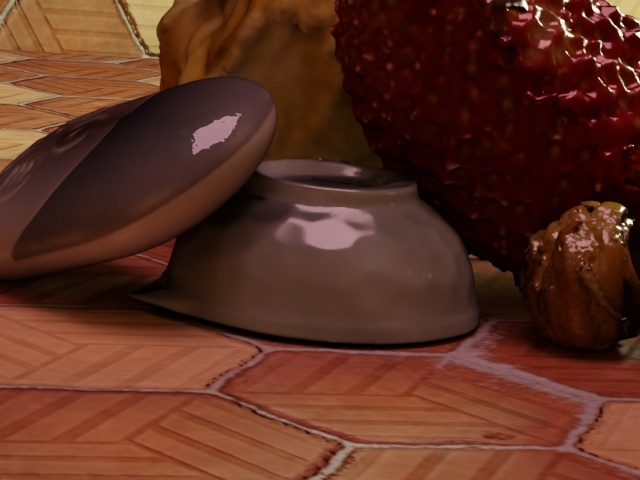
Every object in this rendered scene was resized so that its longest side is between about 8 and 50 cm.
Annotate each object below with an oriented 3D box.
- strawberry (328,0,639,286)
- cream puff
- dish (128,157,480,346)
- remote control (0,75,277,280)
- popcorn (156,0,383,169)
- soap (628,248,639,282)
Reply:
[{"bbox_3d":[0.164,-0.129,1.721,0.292,0.292,0.343,14,-19,41],"label":"strawberry"},{"bbox_3d":[0.214,0.033,1.627,0.104,0.119,0.133,-13,-16,0],"label":"cream puff"},{"bbox_3d":[0.000,0.000,1.672,0.303,0.120,0.303,6,11,-1],"label":"dish"},{"bbox_3d":[-0.170,-0.051,1.660,0.332,0.103,0.221,-10,30,46],"label":"remote control"},{"bbox_3d":[0.017,-0.168,2.009,0.354,0.344,0.390,23,-14,30],"label":"popcorn"},{"bbox_3d":[0.335,-0.019,1.915,0.220,0.127,0.325,-5,15,-36],"label":"soap"}]
